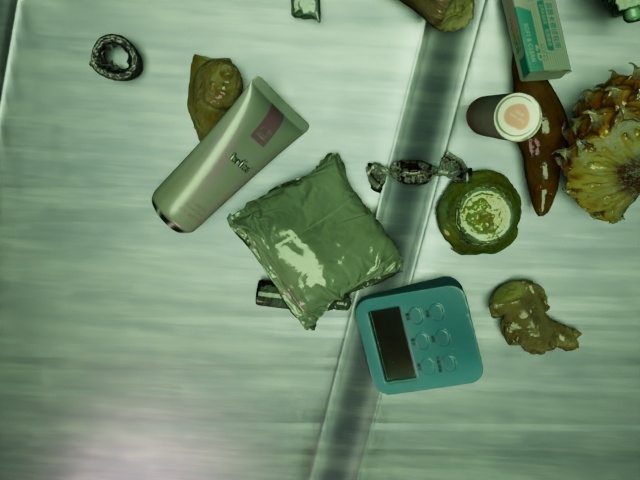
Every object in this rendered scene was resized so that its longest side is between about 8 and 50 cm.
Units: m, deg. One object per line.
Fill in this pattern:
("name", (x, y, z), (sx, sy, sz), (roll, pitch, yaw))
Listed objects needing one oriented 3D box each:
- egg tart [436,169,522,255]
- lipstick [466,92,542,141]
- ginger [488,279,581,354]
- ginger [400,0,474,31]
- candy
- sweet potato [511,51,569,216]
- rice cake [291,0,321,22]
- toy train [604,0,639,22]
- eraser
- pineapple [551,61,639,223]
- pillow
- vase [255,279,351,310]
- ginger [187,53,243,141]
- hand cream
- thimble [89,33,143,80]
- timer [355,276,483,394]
("egg tart", (0.343, -0.057, 1.695), (0.197, 0.078, 0.197), (0, 97, 3))
("lipstick", (0.350, -0.241, 1.537), (0.087, 0.327, 0.087), (0, 100, 2))
("ginger", (0.465, 0.185, 1.733), (0.137, 0.074, 0.213), (-41, 101, 8))
("ginger", (0.197, -0.525, 1.565), (0.275, 0.221, 0.130), (33, 108, -11))
("candy", (0.209, -0.145, 1.684), (0.226, 0.094, 0.051), (-3, 135, 8))
("sweet potato", (0.459, -0.235, 1.645), (0.112, 0.112, 0.359), (-15, 98, 5))
("rice cake", (-0.034, -0.554, 1.635), (0.063, 0.069, 0.207), (-3, 102, 1))
("toy train", (0.593, -0.577, 1.541), (0.120, 0.202, 0.301), (-12, 99, 28))
("eraser", (0.433, -0.435, 1.599), (0.095, 0.052, 0.225), (-7, 79, -12))
("pineapple", (0.569, -0.242, 1.590), (0.208, 0.286, 0.344), (14, 142, 1))
("pillow", (0.000, 0.000, 1.671), (0.283, 0.138, 0.310), (-35, 87, -8))
("vase", (-0.036, 0.127, 1.748), (0.211, 0.060, 0.060), (7, 99, 0))
("ginger", (-0.218, -0.289, 1.664), (0.115, 0.122, 0.193), (-1, 106, -15))
("hand cream", (-0.200, -0.168, 1.676), (0.358, 0.118, 0.185), (-43, 129, 8))
("thimble", (-0.430, -0.388, 1.678), (0.104, 0.066, 0.095), (11, 101, -3))
("timer", (0.214, 0.217, 1.740), (0.249, 0.091, 0.232), (-15, 99, 8))
